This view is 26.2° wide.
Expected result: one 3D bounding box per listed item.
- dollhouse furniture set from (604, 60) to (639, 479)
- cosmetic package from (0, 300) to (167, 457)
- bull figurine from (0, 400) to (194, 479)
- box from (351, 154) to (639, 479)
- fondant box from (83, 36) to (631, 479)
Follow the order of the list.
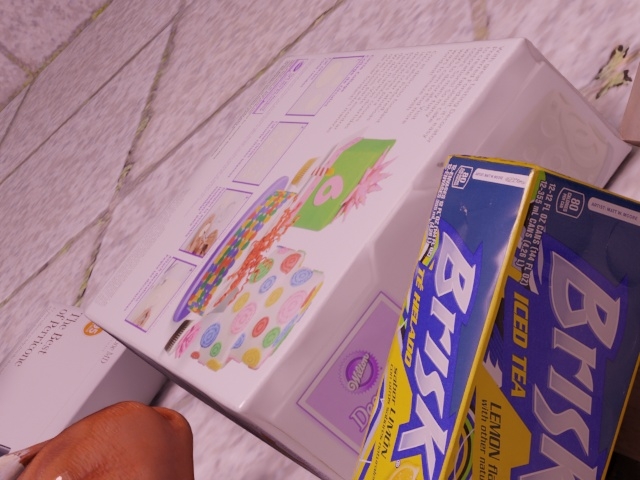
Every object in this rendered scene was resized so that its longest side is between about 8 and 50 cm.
[{"bbox_3d":[0.208,0.071,0.356,0.303,0.174,0.355,16,90,68],"label":"dollhouse furniture set"},{"bbox_3d":[-0.211,0.151,0.951,0.099,0.060,0.239,11,50,32],"label":"cosmetic package"},{"bbox_3d":[-0.122,0.199,0.646,0.188,0.101,0.310,-23,29,9],"label":"bull figurine"},{"bbox_3d":[0.051,0.062,0.422,0.054,0.059,0.169,17,91,65],"label":"box"},{"bbox_3d":[0.000,0.000,0.830,0.238,0.096,0.330,-52,20,-10],"label":"fondant box"}]
